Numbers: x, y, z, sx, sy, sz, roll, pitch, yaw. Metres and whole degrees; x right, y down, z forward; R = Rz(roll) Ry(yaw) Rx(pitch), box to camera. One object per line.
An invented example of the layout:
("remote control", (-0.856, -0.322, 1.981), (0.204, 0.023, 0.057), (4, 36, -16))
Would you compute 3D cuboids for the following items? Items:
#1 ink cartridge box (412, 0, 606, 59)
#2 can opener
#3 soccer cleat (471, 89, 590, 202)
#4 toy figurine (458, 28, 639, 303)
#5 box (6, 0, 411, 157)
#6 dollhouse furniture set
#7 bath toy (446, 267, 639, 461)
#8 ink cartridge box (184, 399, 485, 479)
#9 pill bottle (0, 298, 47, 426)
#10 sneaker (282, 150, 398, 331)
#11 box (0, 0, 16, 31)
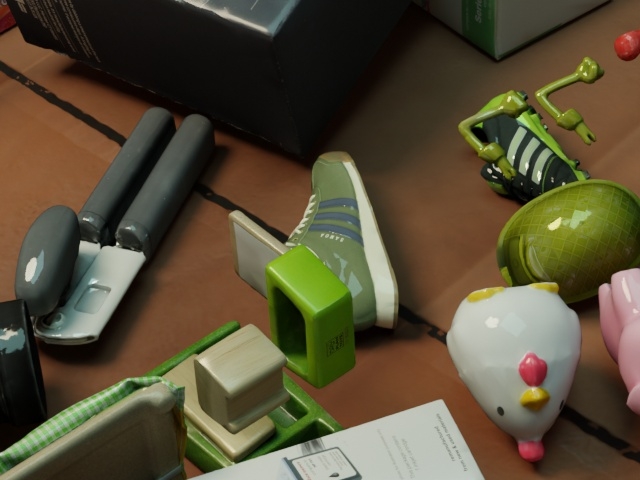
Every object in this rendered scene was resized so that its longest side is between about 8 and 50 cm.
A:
("ink cartridge box", (0.157, -0.285, 1.692), (0.154, 0.093, 0.212), (-29, 46, -23))
("can opener", (-0.169, -0.028, 1.444), (0.076, 0.095, 0.283), (11, 46, 16))
("soccer cleat", (0.181, -0.052, 1.474), (0.072, 0.060, 0.179), (-35, 50, 4))
("toy figurine", (0.302, -0.089, 1.308), (0.362, 0.217, 0.191), (-21, 88, -6))
("box", (-0.071, -0.299, 1.560), (0.312, 0.179, 0.343), (23, 65, 21))
("dollhouse furniture set", (-0.135, 0.127, 1.200), (0.301, 0.198, 0.151), (-31, 50, -26))
("bath toy", (0.269, 0.079, 1.274), (0.348, 0.151, 0.129), (-8, 78, -2))
("ink cartridge box", (0.008, 0.200, 1.151), (0.190, 0.140, 0.082), (-18, 46, -12))
("pill bottle", (-0.318, 0.109, 1.293), (0.219, 0.123, 0.123), (-11, 43, -6))
("sneaker", (0.000, 0.000, 1.419), (0.086, 0.064, 0.192), (-8, 46, -11))
("box", (-0.386, -0.317, 1.752), (0.122, 0.128, 0.257), (-36, 51, -29))
